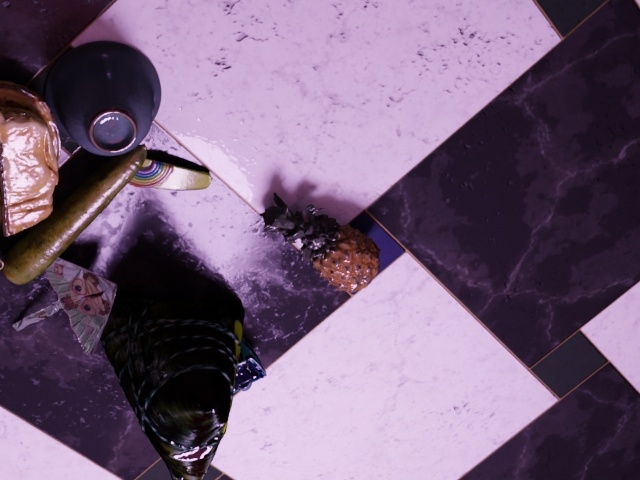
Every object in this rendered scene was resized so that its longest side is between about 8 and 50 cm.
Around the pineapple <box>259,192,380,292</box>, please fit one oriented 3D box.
[{"bbox_3d":[-0.001,0.001,2.092,0.248,0.128,0.128,34,107,-28],"label":"pineapple"}]

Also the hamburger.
[{"bbox_3d":[-0.506,-0.149,1.833,0.131,0.124,0.262,-14,131,-28],"label":"hamburger"}]

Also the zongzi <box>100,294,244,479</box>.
[{"bbox_3d":[-0.247,0.248,1.989,0.319,0.383,0.362,-3,158,-20],"label":"zongzi"}]

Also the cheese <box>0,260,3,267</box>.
[{"bbox_3d":[-0.710,0.037,1.873,0.316,0.128,0.259,13,115,-27],"label":"cheese"}]

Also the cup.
[{"bbox_3d":[-0.354,-0.215,1.812,0.199,0.150,0.199,-9,123,-13],"label":"cup"}]

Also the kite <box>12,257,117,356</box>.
[{"bbox_3d":[-0.481,0.118,2.026,0.250,0.012,0.229,-21,102,20],"label":"kite"}]

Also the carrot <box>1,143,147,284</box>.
[{"bbox_3d":[-0.433,-0.049,1.930,0.358,0.074,0.074,-41,125,14],"label":"carrot"}]

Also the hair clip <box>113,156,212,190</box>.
[{"bbox_3d":[-0.287,-0.118,1.969,0.188,0.033,0.060,10,118,-23],"label":"hair clip"}]

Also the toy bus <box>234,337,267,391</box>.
[{"bbox_3d":[-0.199,0.268,2.214,0.160,0.091,0.079,-28,134,8],"label":"toy bus"}]
